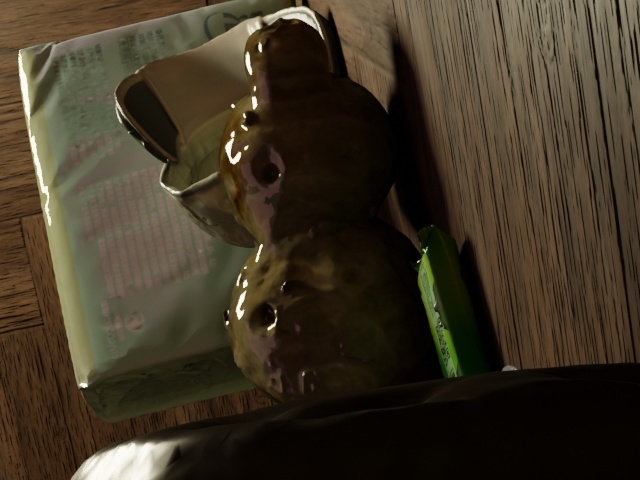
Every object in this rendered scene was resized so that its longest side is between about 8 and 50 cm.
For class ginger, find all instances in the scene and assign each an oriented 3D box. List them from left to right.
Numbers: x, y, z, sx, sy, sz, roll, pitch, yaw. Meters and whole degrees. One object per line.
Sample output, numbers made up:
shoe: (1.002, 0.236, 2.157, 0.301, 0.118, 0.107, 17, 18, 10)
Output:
ginger: (0.000, 0.000, 1.312, 0.256, 0.176, 0.375, -23, -78, -80)

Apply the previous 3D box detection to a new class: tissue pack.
tissue pack: (-0.136, -0.037, 1.746, 0.205, 0.331, 0.405, 81, 175, -67)

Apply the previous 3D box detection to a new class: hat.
hat: (-0.078, -0.113, 1.584, 0.275, 0.232, 0.161, 57, 164, 34)

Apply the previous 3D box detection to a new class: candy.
candy: (0.103, 0.083, 1.142, 0.102, 0.032, 0.178, 84, 171, -70)

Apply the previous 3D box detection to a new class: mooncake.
mooncake: (0.046, 0.131, 0.600, 0.284, 0.284, 0.156, 116, 149, -80)

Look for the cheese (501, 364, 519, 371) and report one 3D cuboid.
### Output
cheese: (0.135, 0.152, 0.879, 0.245, 0.052, 0.135, -118, 15, -67)
